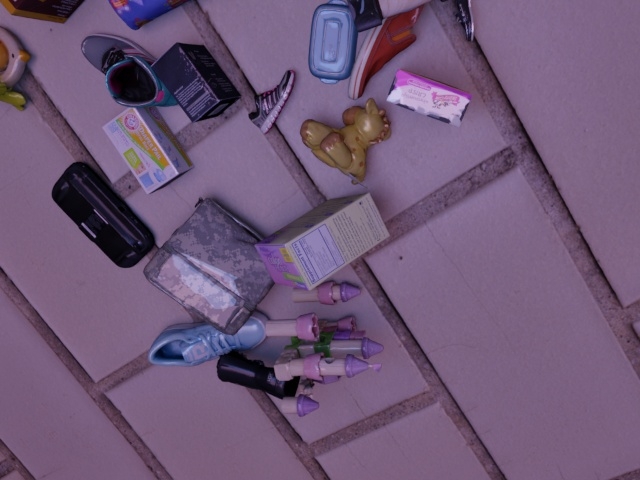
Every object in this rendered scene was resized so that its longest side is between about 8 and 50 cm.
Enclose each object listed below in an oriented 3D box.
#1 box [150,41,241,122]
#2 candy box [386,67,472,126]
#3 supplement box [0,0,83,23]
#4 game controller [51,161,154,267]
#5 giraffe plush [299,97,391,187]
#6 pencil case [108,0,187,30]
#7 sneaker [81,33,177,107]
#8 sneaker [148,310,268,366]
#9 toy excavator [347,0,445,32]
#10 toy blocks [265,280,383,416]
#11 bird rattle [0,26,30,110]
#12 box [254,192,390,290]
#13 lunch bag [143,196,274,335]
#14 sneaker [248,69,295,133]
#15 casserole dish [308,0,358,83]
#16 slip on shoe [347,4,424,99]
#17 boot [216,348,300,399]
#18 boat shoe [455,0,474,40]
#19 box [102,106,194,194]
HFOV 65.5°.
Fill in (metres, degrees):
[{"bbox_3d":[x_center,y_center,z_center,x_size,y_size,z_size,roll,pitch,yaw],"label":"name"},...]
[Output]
[{"bbox_3d":[-0.293,-0.379,1.194,0.093,0.156,0.158,-33,100,19],"label":"box"},{"bbox_3d":[0.231,-0.315,1.083,0.159,0.233,0.071,20,111,2],"label":"candy box"},{"bbox_3d":[-0.637,-0.629,1.151,0.194,0.191,0.129,-35,99,18],"label":"supplement box"},{"bbox_3d":[-0.620,-0.066,1.414,0.166,0.067,0.319,-37,99,33],"label":"game controller"},{"bbox_3d":[0.079,-0.250,1.183,0.210,0.181,0.171,38,89,7],"label":"giraffe plush"},{"bbox_3d":[-0.350,-0.609,1.148,0.305,0.119,0.133,-20,93,16],"label":"pencil case"},{"bbox_3d":[-0.482,-0.410,1.204,0.295,0.178,0.124,27,111,1],"label":"sneaker"},{"bbox_3d":[-0.323,0.302,1.428,0.365,0.150,0.135,-16,106,14],"label":"sneaker"},{"bbox_3d":[0.104,-0.690,0.956,0.222,0.446,0.433,-16,131,15],"label":"toy excavator"},{"bbox_3d":[0.043,0.286,1.287,0.259,0.288,0.309,-5,105,15],"label":"toy blocks"},{"bbox_3d":[-0.872,-0.466,1.309,0.253,0.143,0.207,44,98,8],"label":"bird rattle"},{"bbox_3d":[0.000,0.000,1.184,0.242,0.213,0.117,-32,103,-22],"label":"box"},{"bbox_3d":[-0.259,0.064,1.308,0.305,0.212,0.256,37,90,-4],"label":"lunch bag"},{"bbox_3d":[-0.123,-0.349,1.223,0.074,0.063,0.170,31,115,-8],"label":"sneaker"},{"bbox_3d":[0.028,-0.467,1.174,0.114,0.037,0.189,9,110,7],"label":"casserole dish"},{"bbox_3d":[0.162,-0.460,1.114,0.101,0.123,0.332,31,106,-6],"label":"slip on shoe"},{"bbox_3d":[-0.174,0.385,1.415,0.207,0.246,0.094,14,70,13],"label":"boot"},{"bbox_3d":[0.318,-0.505,1.105,0.038,0.046,0.125,-8,104,12],"label":"boat shoe"},{"bbox_3d":[-0.444,-0.242,1.293,0.114,0.103,0.203,-29,101,17],"label":"box"}]
